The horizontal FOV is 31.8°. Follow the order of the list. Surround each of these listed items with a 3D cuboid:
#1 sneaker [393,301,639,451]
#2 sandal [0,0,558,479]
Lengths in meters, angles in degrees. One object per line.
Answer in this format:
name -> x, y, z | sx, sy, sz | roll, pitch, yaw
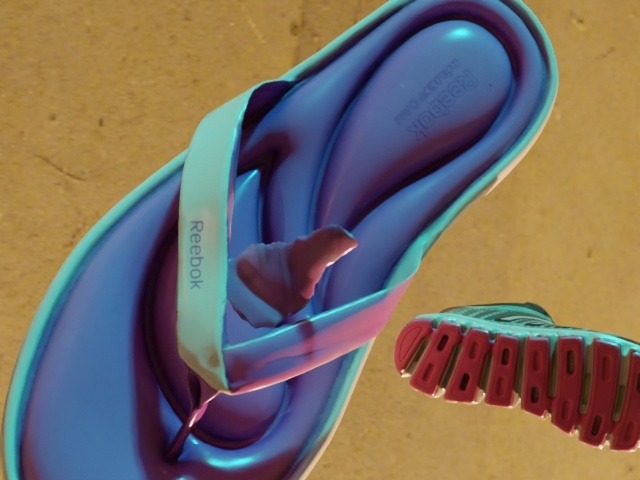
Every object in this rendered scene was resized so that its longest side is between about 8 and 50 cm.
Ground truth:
sneaker -> 0.131, 0.069, 0.638 | 0.075, 0.171, 0.063 | -29, 127, -66
sandal -> -0.013, -0.009, 0.587 | 0.416, 0.169, 0.102 | -53, 180, -22
